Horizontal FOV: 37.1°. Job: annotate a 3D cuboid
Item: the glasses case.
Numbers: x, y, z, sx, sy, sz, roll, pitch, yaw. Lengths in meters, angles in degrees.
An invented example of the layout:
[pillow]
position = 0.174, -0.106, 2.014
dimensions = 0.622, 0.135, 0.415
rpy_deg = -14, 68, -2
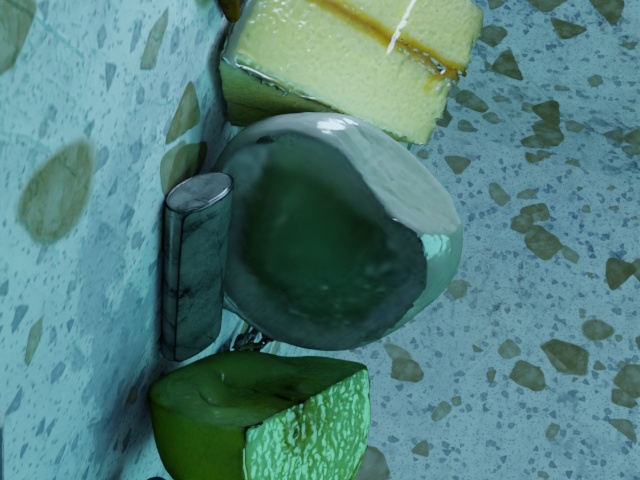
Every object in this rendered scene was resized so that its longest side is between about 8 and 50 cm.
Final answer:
[glasses case]
position = -0.177, 0.042, 1.362
dimensions = 0.114, 0.060, 0.299
rpy_deg = -36, 149, -39

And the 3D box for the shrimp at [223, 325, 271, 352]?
[shrimp]
position = -0.151, 0.259, 1.810
dimensions = 0.145, 0.116, 0.343
rpy_deg = -48, -167, 43

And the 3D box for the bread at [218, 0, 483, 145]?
[bread]
position = 0.073, -0.309, 1.419
dimensions = 0.242, 0.405, 0.345
rpy_deg = 113, -13, -67

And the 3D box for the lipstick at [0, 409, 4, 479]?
[lipstick]
position = -0.327, 0.220, 0.925
dimensions = 0.040, 0.040, 0.141
rpy_deg = -58, 164, -57

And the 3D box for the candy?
[candy]
position = 0.000, 0.000, 1.437
dimensions = 0.427, 0.386, 0.186
rpy_deg = -55, -171, 39

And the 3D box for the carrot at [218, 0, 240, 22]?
[carrot]
position = -0.115, -0.306, 1.206
dimensions = 0.093, 0.032, 0.032
rpy_deg = 95, 15, -74

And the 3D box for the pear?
[pear]
position = -0.125, 0.299, 1.464
dimensions = 0.342, 0.318, 0.238
rpy_deg = -15, 108, -54

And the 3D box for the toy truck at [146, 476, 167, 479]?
[toy truck]
position = -0.269, 0.476, 1.290
dimensions = 0.367, 0.175, 0.146
rpy_deg = -68, 174, -64

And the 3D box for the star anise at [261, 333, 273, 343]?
[star anise]
position = -0.098, 0.139, 2.078
dimensions = 0.212, 0.053, 0.157
rpy_deg = 75, 34, -71
